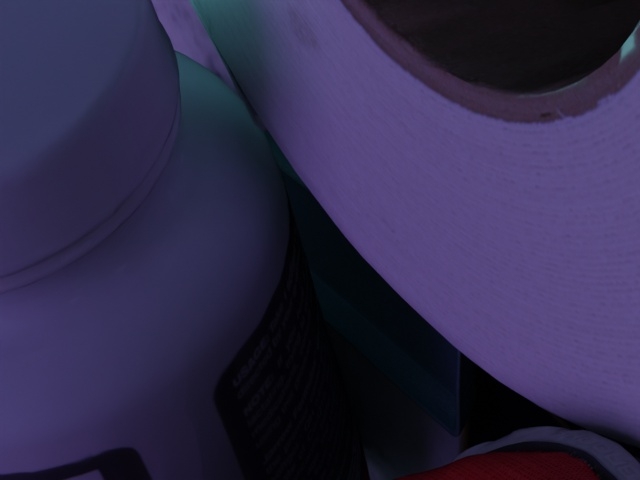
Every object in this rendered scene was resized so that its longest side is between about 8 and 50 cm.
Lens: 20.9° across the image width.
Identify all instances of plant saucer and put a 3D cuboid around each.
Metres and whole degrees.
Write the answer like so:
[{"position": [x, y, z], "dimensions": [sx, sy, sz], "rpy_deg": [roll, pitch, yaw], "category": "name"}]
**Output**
[{"position": [0.000, 0.000, 0.699], "dimensions": [0.192, 0.018, 0.067], "rpy_deg": [41, 147, 40], "category": "plant saucer"}]

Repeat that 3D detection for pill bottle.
[{"position": [-0.087, 0.036, 0.639], "dimensions": [0.176, 0.176, 0.318], "rpy_deg": [44, 161, 35], "category": "pill bottle"}]

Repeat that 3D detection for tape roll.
[{"position": [0.043, -0.134, 0.407], "dimensions": [0.392, 0.072, 0.392], "rpy_deg": [49, 154, 34], "category": "tape roll"}]

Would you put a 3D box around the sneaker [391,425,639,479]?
[{"position": [-0.014, 0.132, 0.491], "dimensions": [0.279, 0.118, 0.107], "rpy_deg": [-33, 67, 45], "category": "sneaker"}]
